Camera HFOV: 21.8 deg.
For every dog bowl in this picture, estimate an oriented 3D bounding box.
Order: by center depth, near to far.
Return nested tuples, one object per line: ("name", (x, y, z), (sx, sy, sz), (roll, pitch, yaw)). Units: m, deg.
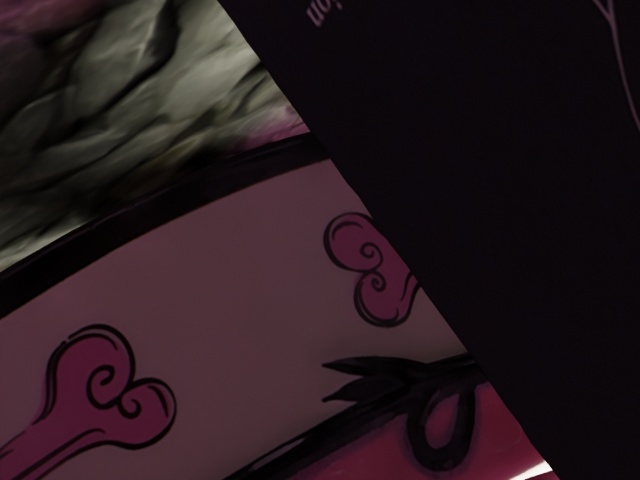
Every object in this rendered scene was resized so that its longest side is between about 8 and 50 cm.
("dog bowl", (-0.062, 0.133, 0.731), (0.408, 0.150, 0.408), (-31, 162, -11))

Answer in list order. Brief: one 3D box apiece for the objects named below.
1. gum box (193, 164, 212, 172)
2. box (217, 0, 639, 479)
("gum box", (0.000, 0.000, 0.961), (0.188, 0.107, 0.062), (-21, 163, -49))
("box", (0.155, -0.081, 0.333), (0.212, 0.395, 0.293), (-28, 167, -31))
